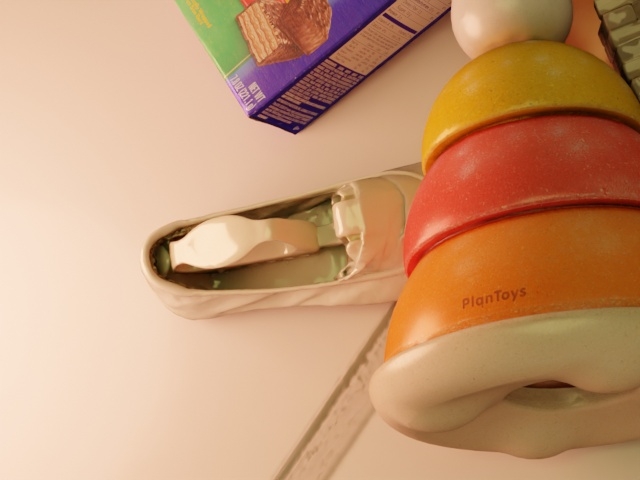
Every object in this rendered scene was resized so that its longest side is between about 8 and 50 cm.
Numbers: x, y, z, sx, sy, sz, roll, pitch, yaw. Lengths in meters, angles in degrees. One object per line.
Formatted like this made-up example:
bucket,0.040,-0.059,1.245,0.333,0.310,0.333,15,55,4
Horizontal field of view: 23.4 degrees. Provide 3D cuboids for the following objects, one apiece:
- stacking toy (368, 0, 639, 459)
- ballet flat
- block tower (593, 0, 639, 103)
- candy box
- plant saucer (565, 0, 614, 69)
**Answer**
stacking toy,0.207,-0.063,1.415,0.350,0.350,0.480,-9,69,15
ballet flat,0.000,0.000,1.554,0.400,0.139,0.139,-12,76,14
block tower,0.364,-0.085,1.456,0.091,0.097,0.335,-23,84,6
candy box,0.002,-0.313,1.594,0.317,0.122,0.268,-38,71,17
plant saucer,0.266,-0.190,1.560,0.200,0.037,0.200,-3,79,16
